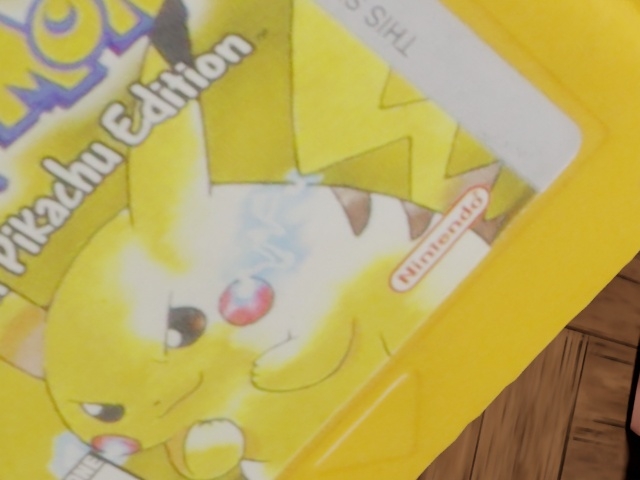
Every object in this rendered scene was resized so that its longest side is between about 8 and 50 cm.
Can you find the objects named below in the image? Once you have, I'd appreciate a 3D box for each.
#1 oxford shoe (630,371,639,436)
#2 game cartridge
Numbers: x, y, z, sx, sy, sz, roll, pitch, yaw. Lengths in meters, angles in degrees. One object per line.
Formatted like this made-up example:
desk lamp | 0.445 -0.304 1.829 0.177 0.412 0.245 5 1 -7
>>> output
oxford shoe | 0.245 0.202 0.884 0.140 0.146 0.397 1 96 -50
game cartridge | -0.078 -0.019 0.403 0.285 0.053 0.323 -47 128 10
